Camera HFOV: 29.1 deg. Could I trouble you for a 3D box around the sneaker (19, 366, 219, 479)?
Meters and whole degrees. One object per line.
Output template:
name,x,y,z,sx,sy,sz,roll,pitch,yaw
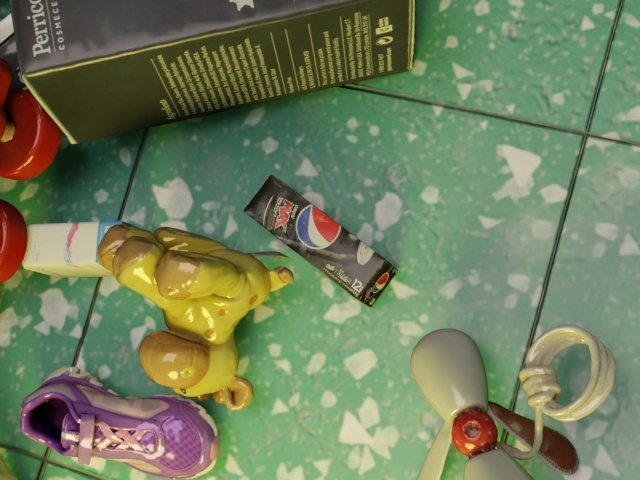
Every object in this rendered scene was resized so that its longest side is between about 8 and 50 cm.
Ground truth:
sneaker,-0.226,0.206,1.331,0.236,0.104,0.095,13,97,20

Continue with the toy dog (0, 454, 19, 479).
toy dog,-0.551,0.306,1.277,0.408,0.395,0.284,-34,80,-1

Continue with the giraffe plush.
giraffe plush,-0.137,0.088,1.316,0.181,0.210,0.170,26,105,57

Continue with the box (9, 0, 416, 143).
box,-0.122,-0.308,1.315,0.395,0.212,0.293,-13,75,1

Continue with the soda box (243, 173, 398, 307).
soda box,0.000,0.000,1.334,0.169,0.060,0.053,37,90,21

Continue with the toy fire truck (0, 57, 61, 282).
toy fire truck,-0.450,-0.086,1.354,0.254,0.169,0.302,20,93,30

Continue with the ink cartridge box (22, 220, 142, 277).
ink cartridge box,-0.262,0.011,1.397,0.122,0.088,0.052,-3,79,17

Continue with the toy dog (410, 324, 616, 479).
toy dog,0.188,0.257,1.200,0.220,0.161,0.333,-5,63,19

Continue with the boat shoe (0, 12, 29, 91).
boat shoe,-0.410,-0.164,1.469,0.302,0.114,0.091,-38,97,18
